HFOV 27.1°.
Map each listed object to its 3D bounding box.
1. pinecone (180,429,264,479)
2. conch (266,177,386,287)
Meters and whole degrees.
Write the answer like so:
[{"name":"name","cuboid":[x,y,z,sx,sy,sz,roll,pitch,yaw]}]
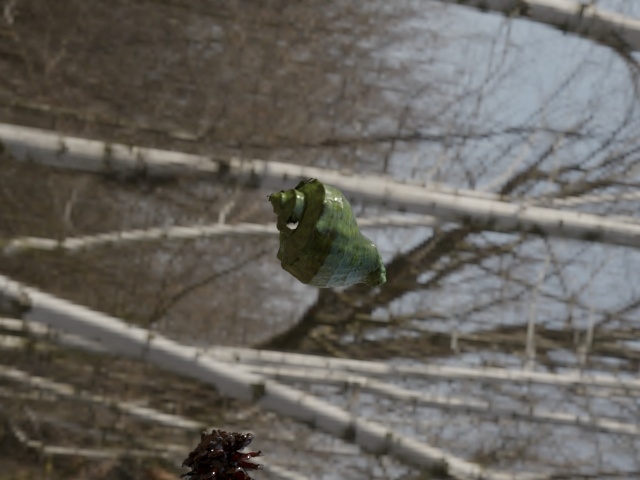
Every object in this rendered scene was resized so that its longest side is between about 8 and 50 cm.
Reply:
[{"name":"pinecone","cuboid":[-0.110,0.271,1.514,0.102,0.102,0.109,180,-93,-76]},{"name":"conch","cuboid":[0.000,0.000,1.088,0.089,0.121,0.074,-18,-141,55]}]
